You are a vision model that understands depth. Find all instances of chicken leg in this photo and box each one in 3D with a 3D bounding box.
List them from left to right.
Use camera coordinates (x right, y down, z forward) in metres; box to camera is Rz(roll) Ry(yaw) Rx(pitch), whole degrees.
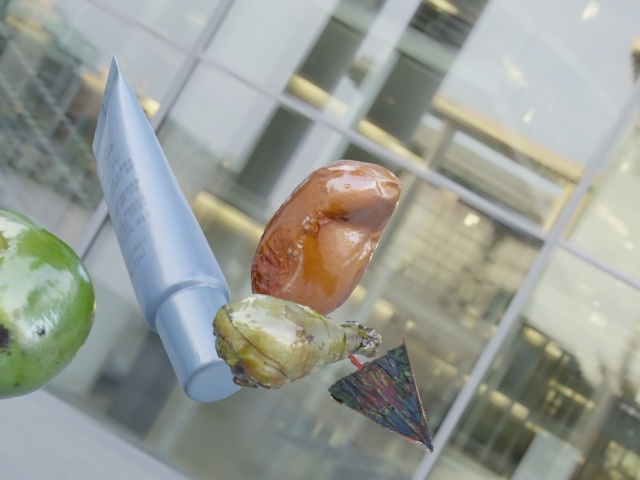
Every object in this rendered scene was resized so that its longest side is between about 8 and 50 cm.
[{"bbox_3d":[-0.018,0.076,1.162,0.093,0.070,0.178,-13,-8,37],"label":"chicken leg"}]

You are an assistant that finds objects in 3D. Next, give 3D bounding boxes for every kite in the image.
[{"bbox_3d":[0.068,0.159,1.678,0.189,0.009,0.232,49,-29,-3],"label":"kite"}]

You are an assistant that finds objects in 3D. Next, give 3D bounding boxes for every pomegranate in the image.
[{"bbox_3d":[-0.308,0.038,1.405,0.187,0.187,0.225,28,-36,31],"label":"pomegranate"}]

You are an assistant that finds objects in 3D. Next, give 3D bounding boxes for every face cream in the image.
[{"bbox_3d":[-0.163,-0.009,1.523,0.086,0.135,0.385,-6,49,-26],"label":"face cream"}]

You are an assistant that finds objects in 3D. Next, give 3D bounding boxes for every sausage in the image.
[{"bbox_3d":[0.000,0.000,1.241,0.089,0.179,0.089,24,33,-17],"label":"sausage"}]
